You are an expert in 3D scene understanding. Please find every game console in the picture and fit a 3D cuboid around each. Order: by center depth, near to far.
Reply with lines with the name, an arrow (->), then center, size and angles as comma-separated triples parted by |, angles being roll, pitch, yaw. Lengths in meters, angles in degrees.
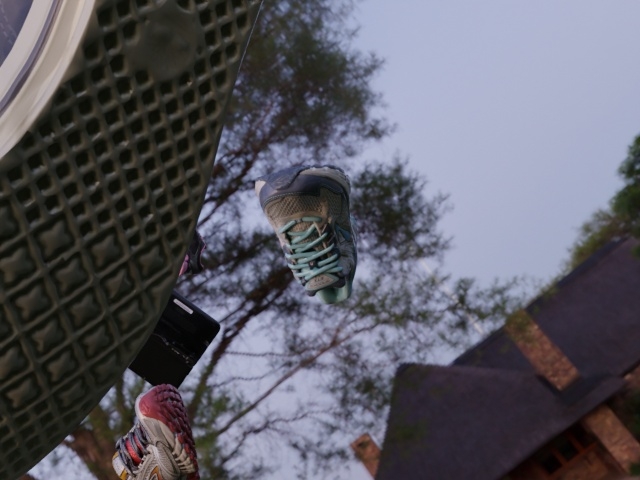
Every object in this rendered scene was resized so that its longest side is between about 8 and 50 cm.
game console -> -0.220, 0.132, 1.103 | 0.107, 0.122, 0.071 | -56, 4, -35

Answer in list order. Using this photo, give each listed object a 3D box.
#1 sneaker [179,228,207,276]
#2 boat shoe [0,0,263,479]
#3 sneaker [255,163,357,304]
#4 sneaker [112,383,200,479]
sneaker -> -0.190, -0.004, 1.147 | 0.057, 0.119, 0.047 | 10, -18, -42
boat shoe -> -0.169, -0.073, 0.485 | 0.187, 0.156, 0.500 | 22, -91, -54
sneaker -> 0.000, 0.000, 1.000 | 0.110, 0.122, 0.283 | -11, -23, 12
sneaker -> -0.186, 0.241, 0.891 | 0.092, 0.088, 0.225 | -12, -38, -15
